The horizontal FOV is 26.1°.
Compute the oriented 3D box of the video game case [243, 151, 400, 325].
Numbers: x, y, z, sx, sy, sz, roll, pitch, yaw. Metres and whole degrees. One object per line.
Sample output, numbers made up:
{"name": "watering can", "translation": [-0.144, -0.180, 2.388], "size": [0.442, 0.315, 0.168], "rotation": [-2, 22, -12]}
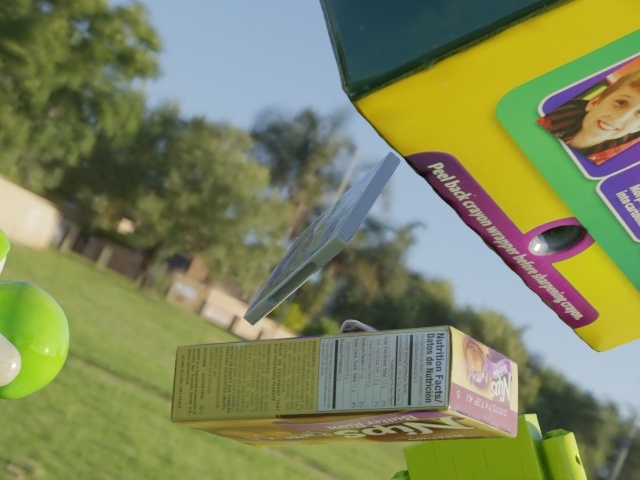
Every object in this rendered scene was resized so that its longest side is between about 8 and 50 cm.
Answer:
{"name": "video game case", "translation": [0.000, 0.000, 0.891], "size": [0.011, 0.087, 0.122], "rotation": [40, -42, -7]}

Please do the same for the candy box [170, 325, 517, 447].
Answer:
{"name": "candy box", "translation": [0.016, 0.093, 0.848], "size": [0.187, 0.053, 0.109], "rotation": [-5, -18, 27]}

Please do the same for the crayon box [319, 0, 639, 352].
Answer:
{"name": "crayon box", "translation": [0.218, -0.093, 0.705], "size": [0.313, 0.106, 0.363], "rotation": [-25, -32, 18]}

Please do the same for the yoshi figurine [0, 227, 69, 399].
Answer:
{"name": "yoshi figurine", "translation": [-0.344, 0.163, 1.245], "size": [0.203, 0.362, 0.203], "rotation": [19, -14, 22]}

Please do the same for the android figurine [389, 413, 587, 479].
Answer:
{"name": "android figurine", "translation": [0.200, 0.310, 1.653], "size": [0.248, 0.273, 0.056], "rotation": [-22, -14, 25]}

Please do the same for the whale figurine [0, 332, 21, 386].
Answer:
{"name": "whale figurine", "translation": [-0.351, 0.103, 0.987], "size": [0.216, 0.272, 0.141], "rotation": [62, -1, -10]}

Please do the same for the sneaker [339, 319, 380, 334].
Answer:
{"name": "sneaker", "translation": [0.004, 0.099, 1.099], "size": [0.118, 0.042, 0.067], "rotation": [-10, -40, 3]}
